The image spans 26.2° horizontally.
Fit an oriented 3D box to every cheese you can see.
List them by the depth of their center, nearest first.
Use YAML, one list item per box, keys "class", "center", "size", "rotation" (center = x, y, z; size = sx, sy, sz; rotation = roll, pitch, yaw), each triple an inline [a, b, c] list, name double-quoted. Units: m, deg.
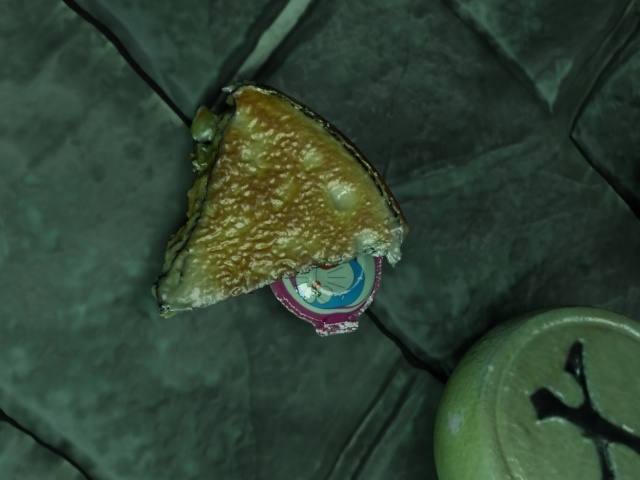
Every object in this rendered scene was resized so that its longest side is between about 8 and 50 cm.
- class: "cheese"
  center: [0.000, 0.000, 1.035]
  size: [0.095, 0.038, 0.145]
  rotation: [-7, 78, -24]

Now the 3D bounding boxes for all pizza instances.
- class: "pizza"
  center: [-0.048, -0.010, 0.986]
  size: [0.185, 0.052, 0.195]
  rotation: [44, 69, 7]

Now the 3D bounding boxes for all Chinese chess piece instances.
- class: "Chinese chess piece"
  center: [0.205, 0.162, 1.074]
  size: [0.238, 0.092, 0.237]
  rotation: [8, 63, -15]
